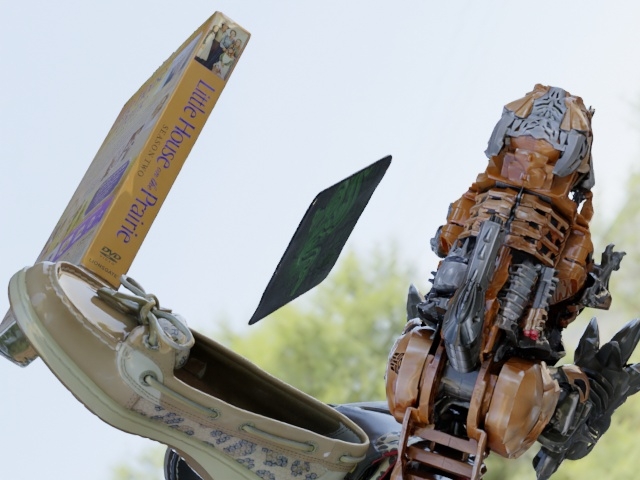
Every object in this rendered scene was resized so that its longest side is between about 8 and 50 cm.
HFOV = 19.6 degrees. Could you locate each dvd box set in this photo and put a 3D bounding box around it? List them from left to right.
[{"bbox_3d":[-0.251,-0.062,2.319,0.307,0.062,0.420,-36,25,53],"label":"dvd box set"}]

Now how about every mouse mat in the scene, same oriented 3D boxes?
[{"bbox_3d":[0.000,0.000,1.906,0.152,0.007,0.190,-30,-26,-50],"label":"mouse mat"}]

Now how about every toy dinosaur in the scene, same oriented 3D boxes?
[{"bbox_3d":[0.090,0.071,1.099,0.322,0.164,0.218,-53,-16,6],"label":"toy dinosaur"}]

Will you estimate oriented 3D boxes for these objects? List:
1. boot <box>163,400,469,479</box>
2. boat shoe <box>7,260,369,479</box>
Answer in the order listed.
[{"bbox_3d":[-0.001,0.176,1.449,0.178,0.236,0.085,-155,60,-81],"label":"boot"},{"bbox_3d":[-0.091,0.092,1.293,0.089,0.285,0.105,-42,30,19],"label":"boat shoe"}]
